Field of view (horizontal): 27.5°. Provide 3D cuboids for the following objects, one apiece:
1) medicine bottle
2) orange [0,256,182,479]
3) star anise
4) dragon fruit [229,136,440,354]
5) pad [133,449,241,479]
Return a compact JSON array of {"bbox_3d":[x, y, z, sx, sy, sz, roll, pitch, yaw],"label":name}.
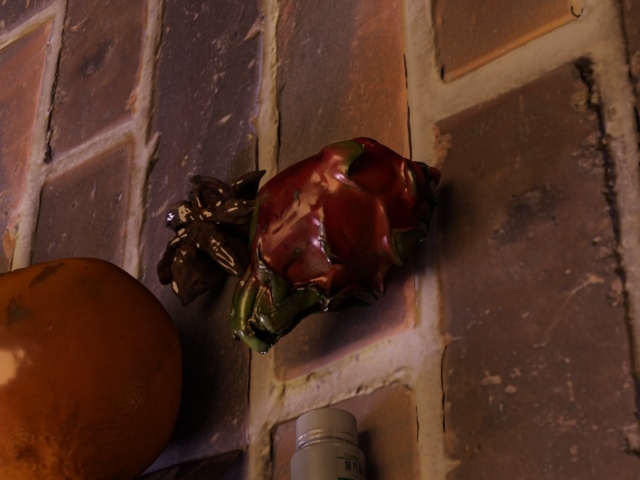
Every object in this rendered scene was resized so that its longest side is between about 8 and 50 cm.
[{"bbox_3d":[0.009,0.246,1.360,0.080,0.080,0.130,-26,48,30],"label":"medicine bottle"},{"bbox_3d":[-0.315,0.170,1.561,0.312,0.312,0.312,-24,50,32],"label":"orange"},{"bbox_3d":[-0.144,-0.004,1.681,0.212,0.073,0.197,-1,62,47],"label":"star anise"},{"bbox_3d":[0.018,0.009,1.451,0.200,0.198,0.269,9,70,19],"label":"dragon fruit"},{"bbox_3d":[-0.259,0.337,1.523,0.330,0.004,0.220,-21,16,34],"label":"pad"}]
